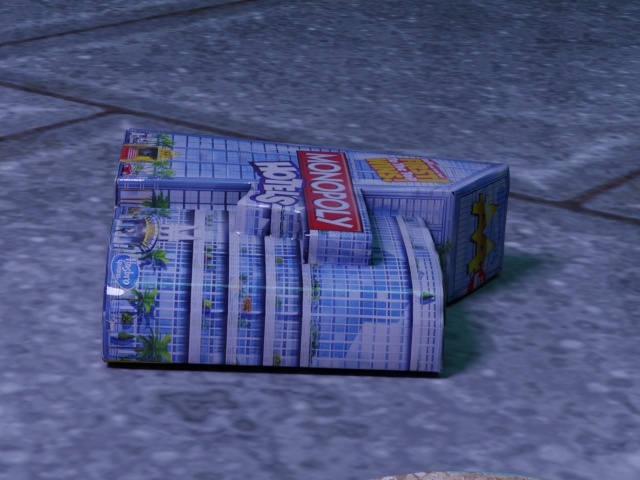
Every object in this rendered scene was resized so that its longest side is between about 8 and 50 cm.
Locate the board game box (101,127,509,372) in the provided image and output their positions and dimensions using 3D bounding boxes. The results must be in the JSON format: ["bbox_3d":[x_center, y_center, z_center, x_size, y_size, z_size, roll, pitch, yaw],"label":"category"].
[{"bbox_3d":[0.000,0.000,0.806,0.194,0.060,0.194,1,17,-4],"label":"board game box"}]

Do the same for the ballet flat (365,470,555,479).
[{"bbox_3d":[0.085,0.107,0.469,0.206,0.073,0.067,2,31,9],"label":"ballet flat"}]
